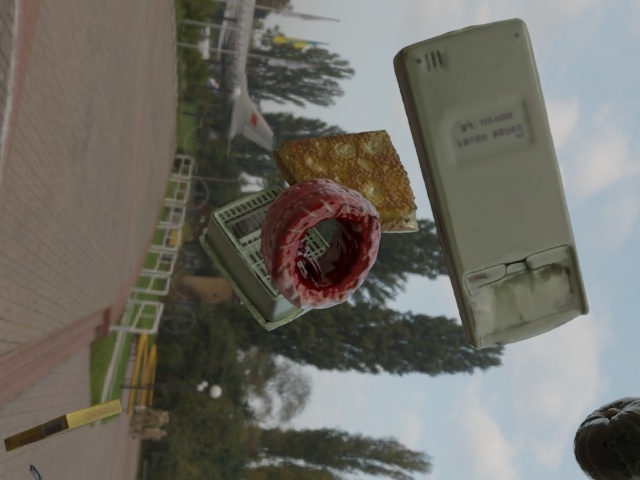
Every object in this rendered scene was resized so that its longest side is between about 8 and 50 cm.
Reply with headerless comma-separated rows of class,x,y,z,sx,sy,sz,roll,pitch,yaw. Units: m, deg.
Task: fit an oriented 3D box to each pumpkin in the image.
pumpkin,0.831,0.542,1.665,0.207,0.300,0.300,55,-22,11

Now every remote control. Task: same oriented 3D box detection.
remote control,0.156,-0.046,0.560,0.038,0.124,0.285,-150,-137,-80

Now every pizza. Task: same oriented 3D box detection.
pizza,0.048,-0.111,1.305,0.087,0.269,0.257,97,-17,-52

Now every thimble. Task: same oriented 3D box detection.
thimble,-0.006,0.004,0.965,0.189,0.163,0.125,-65,-155,13

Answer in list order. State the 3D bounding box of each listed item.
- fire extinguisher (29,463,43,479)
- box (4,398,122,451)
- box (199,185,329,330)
fire extinguisher,-0.412,0.360,0.637,0.114,0.337,0.135,47,-15,51
box,-0.358,0.257,0.867,0.155,0.087,0.023,-26,-99,31
box,-0.107,0.038,1.348,0.290,0.221,0.166,51,-32,22
